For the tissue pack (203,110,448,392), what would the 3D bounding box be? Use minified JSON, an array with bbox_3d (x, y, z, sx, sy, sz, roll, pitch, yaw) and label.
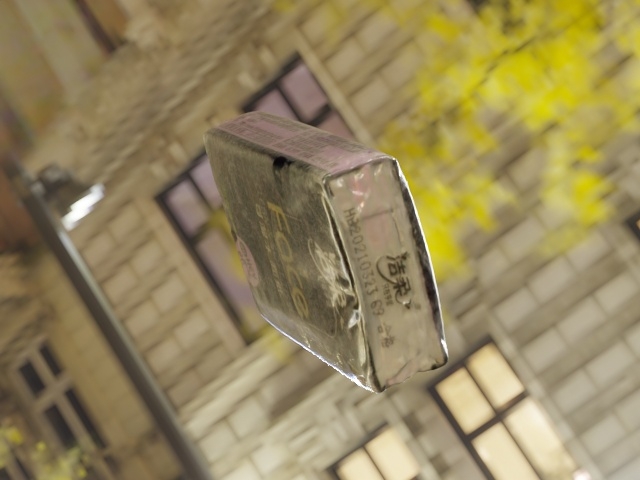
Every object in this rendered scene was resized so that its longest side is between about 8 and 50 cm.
[{"bbox_3d":[0.000,0.000,0.872,0.051,0.112,0.156,-23,20,-19],"label":"tissue pack"}]
